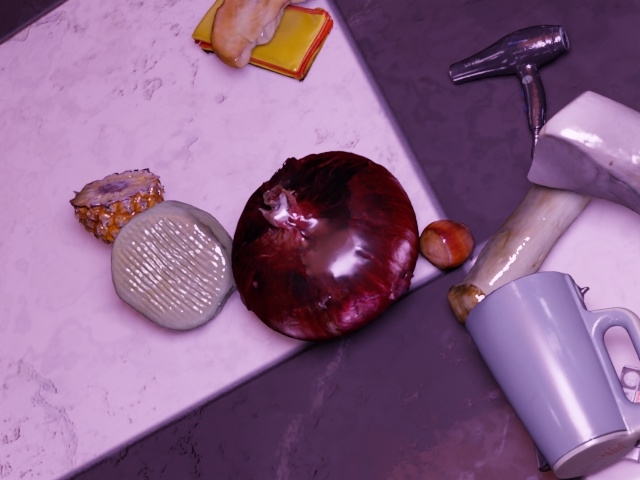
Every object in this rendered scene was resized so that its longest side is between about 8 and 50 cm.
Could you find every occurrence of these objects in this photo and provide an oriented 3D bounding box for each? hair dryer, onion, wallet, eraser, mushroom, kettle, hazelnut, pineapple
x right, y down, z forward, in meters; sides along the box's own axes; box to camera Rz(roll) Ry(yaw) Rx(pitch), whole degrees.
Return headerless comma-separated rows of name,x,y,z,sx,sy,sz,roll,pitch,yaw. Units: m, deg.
hair dryer,0.308,-0.224,1.569,0.196,0.075,0.219,-16,69,29
onion,0.000,0.000,1.503,0.314,0.232,0.314,-11,62,21
wallet,-0.102,-0.383,1.827,0.241,0.067,0.141,23,74,27
eraser,0.417,0.231,1.326,0.052,0.029,0.122,12,73,32
mushroom,0.302,-0.003,1.449,0.312,0.081,0.100,-51,26,-7
kettle,0.335,0.168,1.308,0.211,0.160,0.243,-33,57,15
hazelnut,0.192,0.002,1.509,0.086,0.086,0.086,-10,64,21
pineapple,-0.343,-0.034,1.746,0.161,0.136,0.176,-30,27,-32
mushroom,0.473,-0.056,1.298,0.397,0.177,0.126,30,69,15

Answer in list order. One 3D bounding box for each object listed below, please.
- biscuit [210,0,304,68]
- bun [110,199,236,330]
biscuit,-0.094,-0.439,1.791,0.299,0.045,0.154,-45,59,-11
bun,-0.236,0.038,1.645,0.221,0.108,0.221,1,94,8
